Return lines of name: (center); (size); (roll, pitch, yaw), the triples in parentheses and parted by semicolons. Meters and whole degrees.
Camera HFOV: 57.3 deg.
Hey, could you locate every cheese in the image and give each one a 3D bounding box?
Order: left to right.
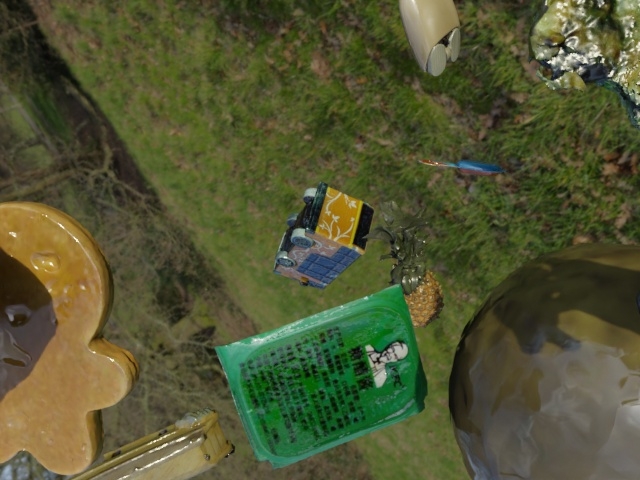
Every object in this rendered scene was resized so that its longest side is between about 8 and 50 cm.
cheese: (0.403, -0.210, 1.663); (0.106, 0.255, 0.037); (-101, 16, -75)

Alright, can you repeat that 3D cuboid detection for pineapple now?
pineapple: (0.158, 0.052, 1.092); (0.119, 0.130, 0.278); (-115, 4, -46)

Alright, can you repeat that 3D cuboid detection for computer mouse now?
computer mouse: (0.274, -0.529, 1.437); (0.082, 0.145, 0.237); (21, 146, 50)

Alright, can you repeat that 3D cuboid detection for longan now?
longan: (0.349, 0.193, 0.710); (0.391, 0.391, 0.391); (39, 148, 31)

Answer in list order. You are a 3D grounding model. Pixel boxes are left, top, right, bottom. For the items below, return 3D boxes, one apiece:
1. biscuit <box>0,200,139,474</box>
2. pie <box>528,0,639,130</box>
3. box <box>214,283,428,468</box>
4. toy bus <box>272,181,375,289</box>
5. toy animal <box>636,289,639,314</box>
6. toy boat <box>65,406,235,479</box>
biscuit: (-0.364, 0.126, 0.736); (0.052, 0.274, 0.355); (-70, -18, -77)
pie: (0.548, -0.335, 0.997); (0.371, 0.297, 0.078); (27, 176, 2)
box: (0.007, 0.231, 1.056); (0.106, 0.336, 0.264); (-131, 24, -69)
toy bus: (0.000, 0.000, 1.583); (0.194, 0.162, 0.323); (21, 152, -11)
toy animal: (0.297, 0.013, 0.309); (0.209, 0.117, 0.121); (6, 125, 4)
toy boat: (-0.427, 0.519, 1.348); (0.162, 0.445, 0.136); (-146, 34, -72)
